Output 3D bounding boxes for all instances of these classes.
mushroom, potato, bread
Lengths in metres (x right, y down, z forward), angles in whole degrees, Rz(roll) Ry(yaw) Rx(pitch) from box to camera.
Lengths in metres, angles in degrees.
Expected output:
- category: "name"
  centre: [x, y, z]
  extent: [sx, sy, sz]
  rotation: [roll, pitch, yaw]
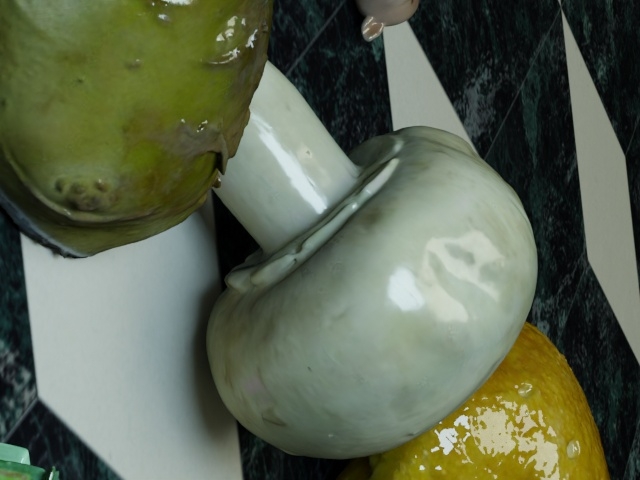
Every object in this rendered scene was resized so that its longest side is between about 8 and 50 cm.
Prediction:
- category: "mushroom"
  centre: [0.000, 0.000, 1.409]
  extent: [0.336, 0.314, 0.314]
  rotation: [48, 30, -2]
- category: "potato"
  centre: [-0.121, -0.134, 1.209]
  extent: [0.246, 0.196, 0.300]
  rotation: [-47, 129, -58]
- category: "bread"
  centre: [0.162, 0.275, 1.682]
  extent: [0.361, 0.250, 0.394]
  rotation: [-49, 127, -60]

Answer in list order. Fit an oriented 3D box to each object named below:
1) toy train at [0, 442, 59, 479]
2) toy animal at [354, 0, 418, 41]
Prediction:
- category: "toy train"
  centre: [-0.213, 0.226, 0.899]
  extent: [0.272, 0.159, 0.188]
  rotation: [94, 8, -50]
- category: "toy animal"
  centre: [0.063, -0.286, 1.815]
  extent: [0.083, 0.089, 0.150]
  rotation: [-19, 107, -43]
